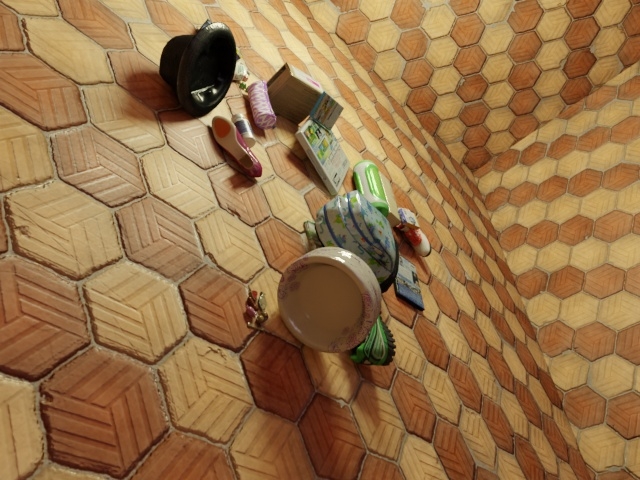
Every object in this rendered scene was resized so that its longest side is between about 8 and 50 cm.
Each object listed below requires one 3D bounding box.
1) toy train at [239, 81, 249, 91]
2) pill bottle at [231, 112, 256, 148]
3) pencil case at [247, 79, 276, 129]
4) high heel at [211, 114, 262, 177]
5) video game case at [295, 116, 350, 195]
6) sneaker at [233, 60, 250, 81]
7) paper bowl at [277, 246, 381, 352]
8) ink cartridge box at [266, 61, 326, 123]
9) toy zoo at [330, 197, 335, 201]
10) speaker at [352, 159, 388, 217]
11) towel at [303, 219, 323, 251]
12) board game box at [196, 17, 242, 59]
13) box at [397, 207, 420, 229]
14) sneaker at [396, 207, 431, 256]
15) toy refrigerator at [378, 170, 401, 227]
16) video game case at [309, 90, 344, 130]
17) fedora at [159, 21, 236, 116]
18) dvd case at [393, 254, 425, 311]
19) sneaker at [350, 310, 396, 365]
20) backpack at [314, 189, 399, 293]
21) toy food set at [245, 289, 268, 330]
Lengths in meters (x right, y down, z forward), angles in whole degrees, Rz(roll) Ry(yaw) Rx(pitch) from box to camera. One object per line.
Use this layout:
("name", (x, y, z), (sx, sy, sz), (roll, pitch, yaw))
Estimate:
("toy train", (-0.289, -0.612, 1.924), (0.083, 0.023, 0.017), (28, 39, -36))
("pill bottle", (-0.275, -0.385, 1.671), (0.067, 0.067, 0.120), (8, 53, -51))
("pencil case", (-0.230, -0.531, 1.862), (0.086, 0.088, 0.206), (13, 48, -44))
("high heel", (-0.280, -0.316, 1.612), (0.244, 0.082, 0.117), (48, 0, 14))
("video game case", (0.020, -0.390, 2.058), (0.300, 0.036, 0.329), (58, 28, -21))
("sneaker", (-0.323, -0.664, 1.895), (0.075, 0.057, 0.161), (39, 30, -14))
("paper bowl", (0.032, 0.158, 1.335), (0.284, 0.284, 0.148), (54, 28, 1))
("ink cartridge box", (-0.116, -0.612, 1.999), (0.234, 0.193, 0.088), (14, 49, -48))
("toy zoo", (0.163, -0.042, 1.971), (0.293, 0.030, 0.192), (27, 39, -37))
("speaker", (0.224, -0.227, 2.152), (0.131, 0.131, 0.296), (27, 40, -38))
("towel", (0.000, 0.000, 1.709), (0.113, 0.023, 0.152), (14, 49, -47))
("board game box", (-0.419, -0.752, 1.849), (0.194, 0.060, 0.194), (45, 32, -16))
("box", (0.408, -0.101, 2.208), (0.136, 0.028, 0.081), (16, 49, -44))
("sneaker", (0.425, -0.041, 2.285), (0.145, 0.090, 0.270), (8, 52, -45))
("toy refrigerator", (0.290, -0.188, 2.240), (0.102, 0.094, 0.269), (35, 35, -42))
("video game case", (0.029, -0.555, 2.046), (0.015, 0.119, 0.166), (37, 10, 31))
("fedora", (-0.408, -0.569, 1.539), (0.152, 0.334, 0.334), (23, 30, 8))
("dvd case", (0.369, 0.168, 2.056), (0.180, 0.022, 0.253), (32, 37, -31))
("sneaker", (0.121, 0.238, 1.533), (0.146, 0.134, 0.343), (8, 44, -31))
("backpack", (0.134, -0.011, 1.700), (0.355, 0.273, 0.290), (31, 39, -23))
("toy food set", (-0.172, 0.181, 1.289), (0.078, 0.019, 0.122), (28, 39, -37))
